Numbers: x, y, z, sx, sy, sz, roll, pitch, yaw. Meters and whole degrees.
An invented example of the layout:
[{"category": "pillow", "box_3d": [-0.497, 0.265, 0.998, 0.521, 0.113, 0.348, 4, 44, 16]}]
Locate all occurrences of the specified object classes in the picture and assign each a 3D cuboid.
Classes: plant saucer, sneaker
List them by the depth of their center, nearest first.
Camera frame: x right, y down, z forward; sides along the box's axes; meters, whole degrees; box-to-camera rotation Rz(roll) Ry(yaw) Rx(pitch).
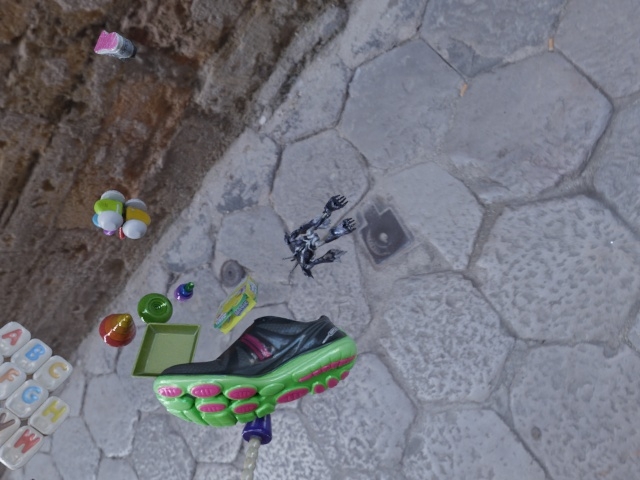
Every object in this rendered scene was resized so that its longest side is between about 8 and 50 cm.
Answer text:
[{"category": "sneaker", "box_3d": [-0.153, 0.302, 1.069, 0.202, 0.483, 0.185, -125, 36, -48]}, {"category": "sneaker", "box_3d": [-0.536, -0.506, 1.149, 0.170, 0.075, 0.063, 25, 94, 43]}, {"category": "plant saucer", "box_3d": [-0.495, 0.366, 1.427, 0.188, 0.045, 0.188, 1, 53, 4]}]

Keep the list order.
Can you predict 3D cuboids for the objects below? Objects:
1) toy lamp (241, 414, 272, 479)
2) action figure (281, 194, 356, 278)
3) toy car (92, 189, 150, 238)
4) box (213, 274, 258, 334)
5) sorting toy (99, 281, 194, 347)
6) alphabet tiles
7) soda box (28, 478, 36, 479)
[{"category": "toy lamp", "box_3d": [-0.164, 0.530, 1.014, 0.080, 0.080, 0.274, -30, 31, 30]}, {"category": "action figure", "box_3d": [0.000, 0.000, 1.223, 0.276, 0.141, 0.164, -44, 67, 46]}, {"category": "toy car", "box_3d": [-0.685, -0.070, 1.487, 0.136, 0.182, 0.159, -44, 43, 26]}, {"category": "box", "box_3d": [-0.196, 0.150, 1.029, 0.043, 0.179, 0.105, 44, 93, -10]}, {"category": "sorting toy", "box_3d": [-0.585, 0.233, 1.538, 0.127, 0.366, 0.126, 53, 131, 5]}, {"category": "alphabet tiles", "box_3d": [-0.646, 0.303, 0.849, 0.284, 0.278, 0.021, 45, 128, -11]}, {"category": "soda box", "box_3d": [-0.785, 0.782, 1.140, 0.083, 0.092, 0.263, 87, 158, -43]}]
